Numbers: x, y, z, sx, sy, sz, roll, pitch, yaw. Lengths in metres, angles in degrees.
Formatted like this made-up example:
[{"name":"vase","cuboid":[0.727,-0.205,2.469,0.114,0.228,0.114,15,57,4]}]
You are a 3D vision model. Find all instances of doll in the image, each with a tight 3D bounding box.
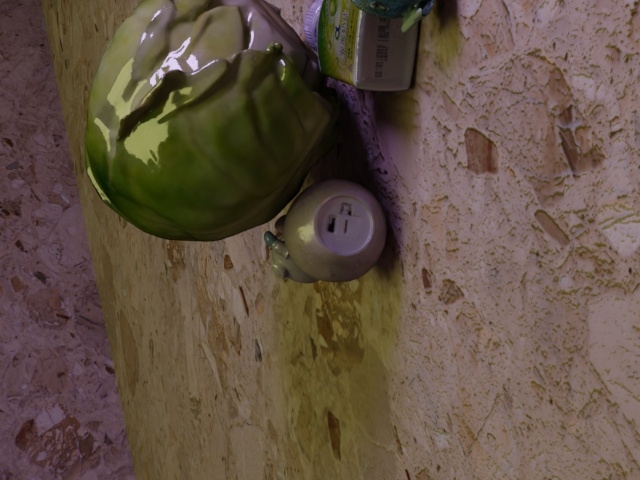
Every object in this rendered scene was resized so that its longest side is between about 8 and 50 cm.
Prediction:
[{"name":"doll","cuboid":[0.000,0.000,1.574,0.287,0.150,0.151,148,118,-73]}]

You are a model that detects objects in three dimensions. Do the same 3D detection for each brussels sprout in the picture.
[{"name":"brussels sprout","cuboid":[-0.172,-0.177,1.566,0.361,0.342,0.425,-42,13,12]}]

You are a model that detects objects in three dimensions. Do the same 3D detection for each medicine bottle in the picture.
[{"name":"medicine bottle","cuboid":[0.052,-0.278,1.465,0.188,0.088,0.132,-144,55,-62]}]

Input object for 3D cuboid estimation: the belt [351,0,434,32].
[{"name":"belt","cuboid":[0.081,-0.355,1.322,0.163,0.147,0.082,-68,12,-19]}]
